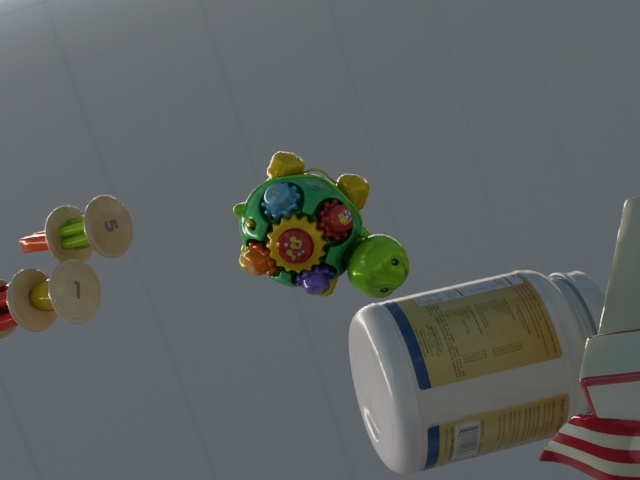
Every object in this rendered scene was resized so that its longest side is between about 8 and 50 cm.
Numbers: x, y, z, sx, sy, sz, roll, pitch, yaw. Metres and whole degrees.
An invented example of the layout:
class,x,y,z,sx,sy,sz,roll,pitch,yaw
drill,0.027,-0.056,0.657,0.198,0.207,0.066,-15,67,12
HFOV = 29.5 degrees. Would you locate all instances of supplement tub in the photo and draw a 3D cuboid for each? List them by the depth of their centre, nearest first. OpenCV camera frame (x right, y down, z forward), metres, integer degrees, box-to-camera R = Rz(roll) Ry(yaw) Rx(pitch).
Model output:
class,x,y,z,sx,sy,sz,roll,pitch,yaw
supplement tub,0.136,0.105,1.017,0.199,0.144,0.144,-12,-80,-12

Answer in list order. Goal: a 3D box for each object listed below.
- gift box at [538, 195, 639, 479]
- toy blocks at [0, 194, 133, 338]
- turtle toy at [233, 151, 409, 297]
class,x,y,z,sx,sy,sz,roll,pitch,yaw
gift box,0.307,0.118,0.810,0.255,0.276,0.258,61,-149,-22
toy blocks,-0.240,0.026,1.021,0.054,0.148,0.123,51,-136,-33
turtle toy,0.000,0.000,0.847,0.066,0.130,0.095,-72,1,-71
